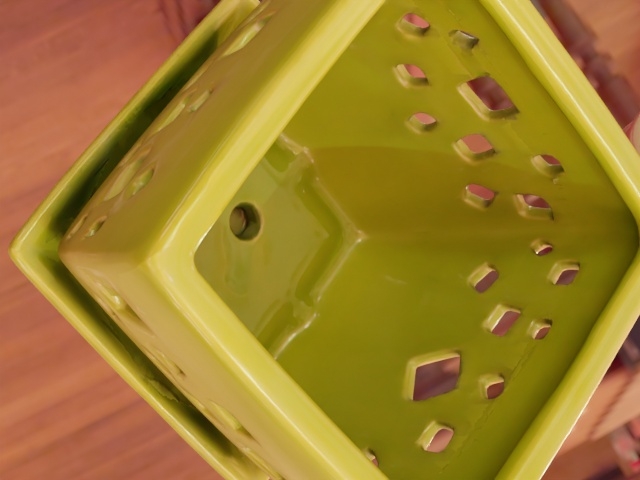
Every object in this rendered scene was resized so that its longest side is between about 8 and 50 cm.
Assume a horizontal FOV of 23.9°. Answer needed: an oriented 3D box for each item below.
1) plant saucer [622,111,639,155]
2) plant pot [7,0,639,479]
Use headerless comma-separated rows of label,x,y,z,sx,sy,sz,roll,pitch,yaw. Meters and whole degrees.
plant saucer,0.370,-0.053,1.177,0.332,0.332,0.084,-22,123,-20
plant pot,0.000,0.000,0.734,0.207,0.227,0.228,1,-132,55
